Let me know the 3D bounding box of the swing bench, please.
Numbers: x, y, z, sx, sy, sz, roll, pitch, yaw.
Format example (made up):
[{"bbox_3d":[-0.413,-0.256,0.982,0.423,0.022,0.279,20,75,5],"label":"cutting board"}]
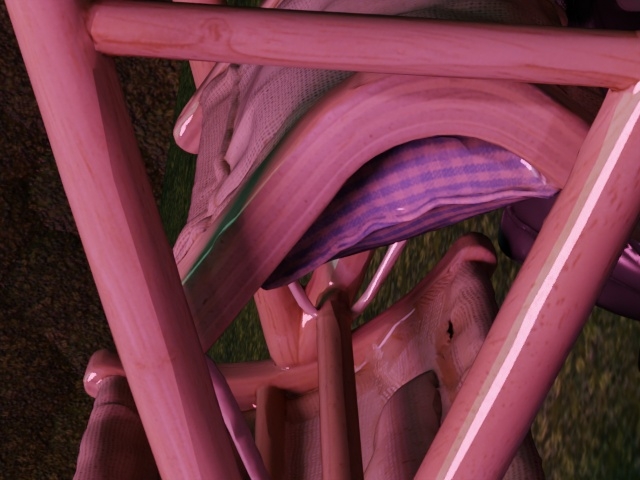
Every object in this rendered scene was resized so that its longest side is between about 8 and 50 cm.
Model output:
[{"bbox_3d":[0.000,0.000,0.491,0.253,0.165,0.254,-93,8,-67],"label":"swing bench"}]

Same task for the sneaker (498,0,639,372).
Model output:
[{"bbox_3d":[0.114,-0.076,0.626,0.153,0.101,0.268,114,154,-47],"label":"sneaker"}]
